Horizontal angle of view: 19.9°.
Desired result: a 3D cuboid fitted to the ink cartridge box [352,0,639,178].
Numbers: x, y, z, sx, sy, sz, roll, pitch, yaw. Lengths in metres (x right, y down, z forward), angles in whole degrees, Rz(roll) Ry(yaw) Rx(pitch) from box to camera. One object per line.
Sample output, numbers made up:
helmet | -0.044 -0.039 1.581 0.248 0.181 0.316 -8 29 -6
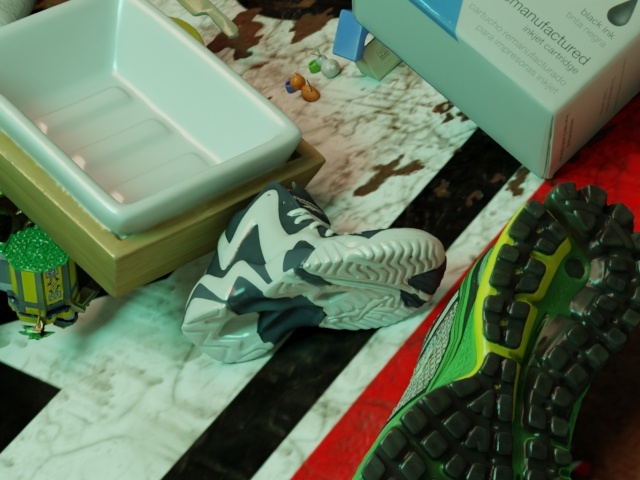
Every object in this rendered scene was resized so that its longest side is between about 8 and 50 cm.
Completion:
ink cartridge box | 0.209 -0.240 1.480 0.307 0.129 0.223 -43 71 -14

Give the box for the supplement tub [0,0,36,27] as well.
supplement tub | -0.396 -0.277 2.235 0.071 0.071 0.107 -16 36 27

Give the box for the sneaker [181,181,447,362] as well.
sneaker | 0.000 0.000 1.476 0.235 0.094 0.153 -24 40 34

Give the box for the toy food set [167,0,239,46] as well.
toy food set | -0.175 -0.160 1.891 0.218 0.071 0.128 -45 57 -13

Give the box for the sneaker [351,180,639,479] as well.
sneaker | 0.108 0.131 1.208 0.343 0.134 0.146 -57 2 -22

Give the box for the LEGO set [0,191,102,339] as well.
LEGO set | -0.297 -0.002 1.730 0.255 0.192 0.331 2 42 2

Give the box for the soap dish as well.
soap dish | -0.176 -0.089 1.599 0.229 0.118 0.291 -27 53 -33

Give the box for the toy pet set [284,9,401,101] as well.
toy pet set | 0.021 -0.193 1.745 0.122 0.065 0.114 -42 32 -12
